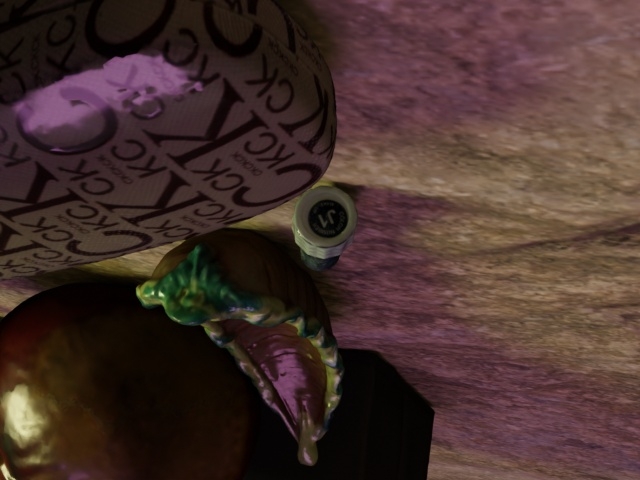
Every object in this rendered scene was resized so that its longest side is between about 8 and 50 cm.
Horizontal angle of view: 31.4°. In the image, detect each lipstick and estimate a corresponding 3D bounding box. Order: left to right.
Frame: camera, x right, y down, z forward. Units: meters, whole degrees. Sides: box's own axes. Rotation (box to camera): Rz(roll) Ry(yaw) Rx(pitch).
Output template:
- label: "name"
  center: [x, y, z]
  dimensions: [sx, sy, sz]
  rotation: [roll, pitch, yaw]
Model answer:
- label: "lipstick"
  center: [0.000, 0.000, 0.661]
  dimensions: [0.037, 0.037, 0.116]
  rotation: [10, 167, -1]

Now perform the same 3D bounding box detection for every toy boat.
- label: "toy boat"
  center: [-0.038, 0.072, 0.813]
  dimensions: [0.108, 0.099, 0.293]
  rotation: [5, 154, 19]

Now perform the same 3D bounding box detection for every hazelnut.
- label: "hazelnut"
  center: [-0.170, 0.136, 0.925]
  dimensions: [0.229, 0.230, 0.229]
  rotation: [9, 163, 3]

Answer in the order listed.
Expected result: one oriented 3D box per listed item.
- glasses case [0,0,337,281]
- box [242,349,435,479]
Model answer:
- label: "glasses case"
  center: [-0.162, -0.036, 0.498]
  dimensions: [0.354, 0.085, 0.137]
  rotation: [-11, 153, 27]
- label: "box"
  center: [-0.076, 0.224, 1.125]
  dimensions: [0.345, 0.205, 0.251]
  rotation: [4, 161, 21]
